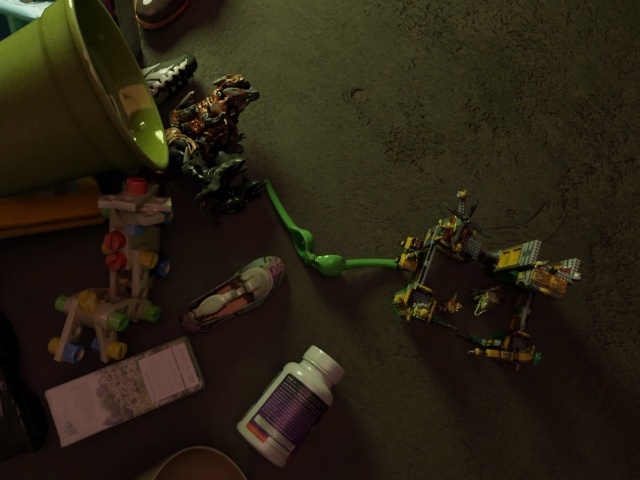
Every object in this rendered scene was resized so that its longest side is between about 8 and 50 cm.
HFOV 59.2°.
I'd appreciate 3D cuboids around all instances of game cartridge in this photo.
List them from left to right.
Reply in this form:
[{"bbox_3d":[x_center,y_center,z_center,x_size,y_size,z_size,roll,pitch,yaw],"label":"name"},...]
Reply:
[{"bbox_3d":[-0.540,-0.152,0.930,0.285,0.052,0.324,-13,69,-37],"label":"game cartridge"}]

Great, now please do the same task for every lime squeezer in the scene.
[{"bbox_3d":[0.000,0.000,1.075,0.310,0.059,0.110,32,76,-2],"label":"lime squeezer"}]

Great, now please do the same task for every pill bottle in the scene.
[{"bbox_3d":[-0.045,0.284,0.983,0.108,0.108,0.193,41,75,0],"label":"pill bottle"}]

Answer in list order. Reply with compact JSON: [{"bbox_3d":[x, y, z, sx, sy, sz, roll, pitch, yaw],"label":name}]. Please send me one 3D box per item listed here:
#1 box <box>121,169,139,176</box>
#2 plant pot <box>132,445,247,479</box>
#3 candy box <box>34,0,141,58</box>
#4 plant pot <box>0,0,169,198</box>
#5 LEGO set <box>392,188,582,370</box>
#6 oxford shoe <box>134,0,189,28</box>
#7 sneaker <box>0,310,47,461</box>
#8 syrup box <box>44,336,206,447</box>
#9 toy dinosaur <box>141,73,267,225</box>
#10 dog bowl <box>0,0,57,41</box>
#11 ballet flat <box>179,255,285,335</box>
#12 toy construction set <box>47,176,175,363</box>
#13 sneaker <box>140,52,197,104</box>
[{"bbox_3d":[-0.448,-0.220,0.961,0.323,0.067,0.063,28,48,-14],"label":"box"},{"bbox_3d":[-0.240,0.482,0.852,0.190,0.284,0.284,-25,83,22],"label":"plant pot"},{"bbox_3d":[-0.412,-0.411,0.990,0.159,0.233,0.071,21,71,-6],"label":"candy box"},{"bbox_3d":[-0.397,-0.187,0.816,0.253,0.276,0.276,-21,83,2],"label":"plant pot"},{"bbox_3d":[0.312,0.087,1.033,0.331,0.192,0.255,32,74,-6],"label":"LEGO set"},{"bbox_3d":[-0.287,-0.541,1.109,0.096,0.098,0.272,27,76,-4],"label":"oxford shoe"},{"bbox_3d":[-0.554,0.226,0.911,0.130,0.109,0.287,-22,81,-7],"label":"sneaker"},{"bbox_3d":[-0.321,0.249,0.947,0.236,0.096,0.093,-21,83,-13],"label":"syrup box"},{"bbox_3d":[-0.223,-0.152,1.041,0.218,0.164,0.322,43,110,15],"label":"toy dinosaur"},{"bbox_3d":[-0.491,-0.341,0.944,0.296,0.166,0.074,18,52,-2],"label":"dog bowl"},{"bbox_3d":[-0.154,0.098,1.016,0.221,0.079,0.077,-31,85,-15],"label":"ballet flat"},{"bbox_3d":[-0.324,0.029,0.910,0.151,0.215,0.328,29,115,10],"label":"toy construction set"},{"bbox_3d":[-0.343,-0.297,1.062,0.234,0.078,0.106,-42,91,-13],"label":"sneaker"}]
